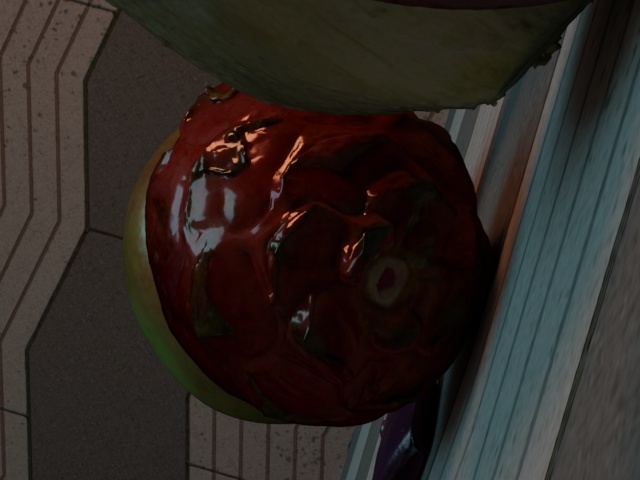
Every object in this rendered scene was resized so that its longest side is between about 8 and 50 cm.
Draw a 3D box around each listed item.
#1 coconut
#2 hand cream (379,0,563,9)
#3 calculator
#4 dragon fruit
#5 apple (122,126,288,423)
[{"bbox_3d":[0.030,-0.199,0.632,0.297,0.255,0.297,-48,31,42],"label":"coconut"},{"bbox_3d":[0.032,-0.179,0.296,0.230,0.230,0.149,103,-174,-51],"label":"hand cream"},{"bbox_3d":[0.053,0.189,1.020,0.126,0.034,0.190,-73,-2,-62],"label":"calculator"},{"bbox_3d":[-0.002,0.004,0.867,0.241,0.252,0.241,-34,-33,-26],"label":"dragon fruit"},{"bbox_3d":[-0.030,0.017,1.261,0.277,0.319,0.319,109,177,-83],"label":"apple"}]
